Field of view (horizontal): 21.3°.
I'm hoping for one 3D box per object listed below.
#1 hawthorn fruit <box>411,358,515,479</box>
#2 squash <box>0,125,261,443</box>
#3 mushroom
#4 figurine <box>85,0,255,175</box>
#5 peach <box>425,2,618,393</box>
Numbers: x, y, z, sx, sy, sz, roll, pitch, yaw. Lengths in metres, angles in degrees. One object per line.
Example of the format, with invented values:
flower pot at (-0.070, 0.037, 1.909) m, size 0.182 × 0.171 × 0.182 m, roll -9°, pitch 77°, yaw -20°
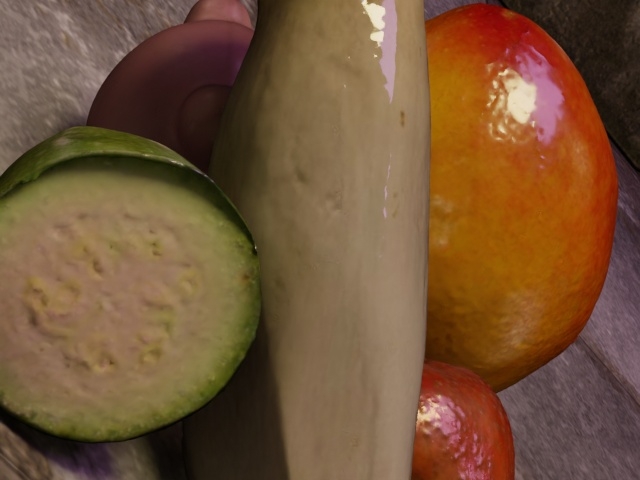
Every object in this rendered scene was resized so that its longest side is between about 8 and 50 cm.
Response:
hawthorn fruit at (0.070, 0.212, 1.101) m, size 0.165 × 0.165 × 0.285 m, roll 26°, pitch 44°, yaw -55°
squash at (-0.124, 0.012, 0.943) m, size 0.170 × 0.170 × 0.123 m, roll 44°, pitch 8°, yaw -29°
mushroom at (-0.003, 0.003, 1.009) m, size 0.137 × 0.407 × 0.154 m, roll 7°, pitch -5°, yaw -18°
figurine at (-0.076, -0.067, 1.152) m, size 0.173 × 0.173 × 0.173 m, roll 47°, pitch 21°, yaw -24°
peach at (0.097, -0.022, 1.293) m, size 0.289 × 0.308 × 0.289 m, roll 28°, pitch 44°, yaw -32°
